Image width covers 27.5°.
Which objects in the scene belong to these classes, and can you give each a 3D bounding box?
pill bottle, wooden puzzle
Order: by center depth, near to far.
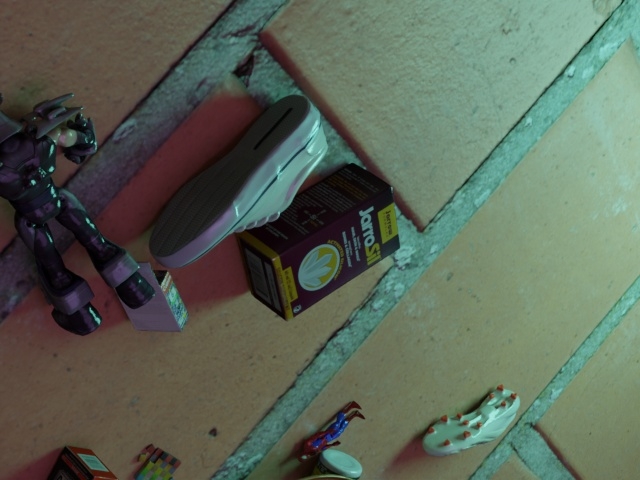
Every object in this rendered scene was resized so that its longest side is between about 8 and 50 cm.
[{"bbox_3d":[-0.208,0.292,1.669,0.049,0.006,0.083,-51,138,-4],"label":"wooden puzzle"},{"bbox_3d":[0.010,0.363,1.867,0.065,0.065,0.116,9,108,-45],"label":"pill bottle"}]

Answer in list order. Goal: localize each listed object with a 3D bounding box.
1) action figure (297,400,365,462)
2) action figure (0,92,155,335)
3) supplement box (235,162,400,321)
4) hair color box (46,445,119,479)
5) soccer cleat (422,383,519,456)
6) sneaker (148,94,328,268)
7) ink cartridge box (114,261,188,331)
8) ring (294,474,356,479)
[{"bbox_3d":[0.013,0.274,1.843,0.115,0.030,0.038,-36,139,-17],"label":"action figure"},{"bbox_3d":[-0.284,-0.031,1.334,0.185,0.099,0.285,-33,126,-13],"label":"action figure"},{"bbox_3d":[0.000,0.000,1.616,0.188,0.081,0.104,-32,133,-24],"label":"supplement box"},{"bbox_3d":[-0.302,0.323,1.555,0.043,0.072,0.141,20,100,-48],"label":"hair color box"},{"bbox_3d":[0.237,0.295,2.032,0.196,0.068,0.076,-25,133,-32],"label":"soccer cleat"},{"bbox_3d":[-0.082,-0.050,1.500,0.258,0.094,0.091,-44,132,-13],"label":"sneaker"},{"bbox_3d":[-0.198,0.056,1.485,0.029,0.063,0.115,-70,152,-42],"label":"ink cartridge box"},{"bbox_3d":[-0.040,0.475,1.817,0.336,0.032,0.336,-17,123,-28],"label":"ring"}]
